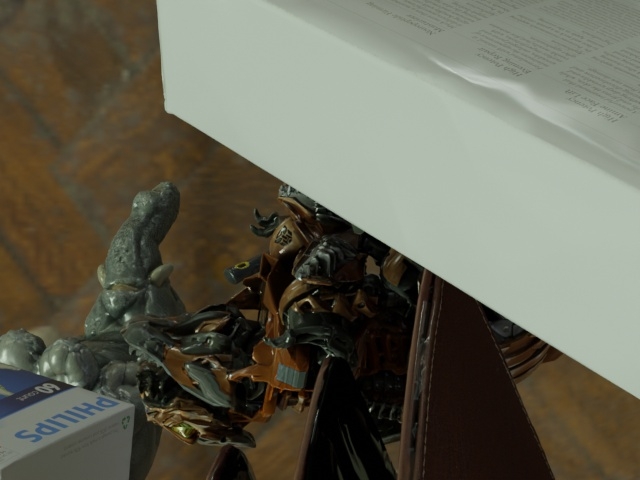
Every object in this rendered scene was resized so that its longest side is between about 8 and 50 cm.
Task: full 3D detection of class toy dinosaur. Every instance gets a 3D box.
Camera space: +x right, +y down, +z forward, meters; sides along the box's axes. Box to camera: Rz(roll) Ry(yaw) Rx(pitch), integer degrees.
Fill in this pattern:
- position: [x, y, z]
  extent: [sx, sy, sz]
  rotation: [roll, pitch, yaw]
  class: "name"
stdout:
- position: [0.058, 0.000, 0.933]
  extent: [0.322, 0.164, 0.218]
  rotation: [-26, 123, -15]
  class: "toy dinosaur"

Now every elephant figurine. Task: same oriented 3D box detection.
- position: [-0.152, 0.099, 1.525]
  extent: [0.169, 0.239, 0.186]
  rotation: [36, 123, 7]
  class: "elephant figurine"

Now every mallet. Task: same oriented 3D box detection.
- position: [0.000, 0.000, 1.684]
  extent: [0.062, 0.189, 0.039]
  rotation: [27, 134, 33]
  class: "mallet"

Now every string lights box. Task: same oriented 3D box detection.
- position: [-0.256, 0.116, 1.140]
  extent: [0.259, 0.133, 0.077]
  rotation: [14, 108, 26]
  class: "string lights box"

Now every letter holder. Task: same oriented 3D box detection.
- position: [0.010, 0.170, 0.770]
  extent: [0.152, 0.302, 0.214]
  rotation: [-14, 122, 15]
  class: "letter holder"

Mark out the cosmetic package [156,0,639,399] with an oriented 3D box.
- position: [0.062, -0.030, 0.505]
  extent: [0.239, 0.099, 0.060]
  rotation: [33, 133, 44]
  class: "cosmetic package"
